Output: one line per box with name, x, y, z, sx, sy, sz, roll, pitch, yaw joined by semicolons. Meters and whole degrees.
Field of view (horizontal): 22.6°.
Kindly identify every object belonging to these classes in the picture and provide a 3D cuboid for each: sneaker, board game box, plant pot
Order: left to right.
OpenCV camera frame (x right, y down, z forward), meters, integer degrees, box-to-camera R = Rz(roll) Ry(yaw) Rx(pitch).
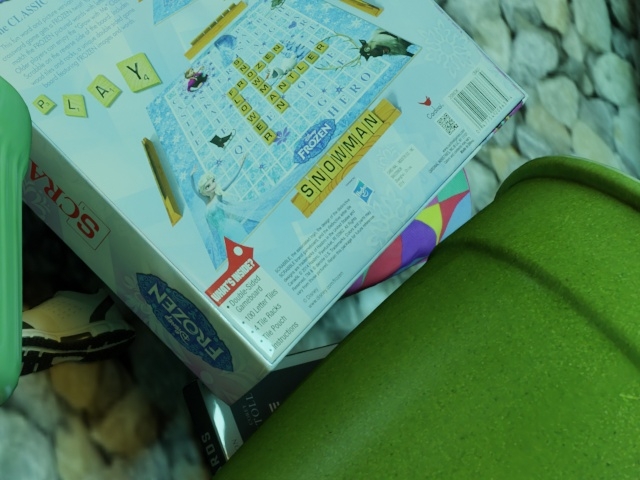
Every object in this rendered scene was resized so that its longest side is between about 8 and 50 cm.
sneaker;-0.171;0.055;0.999;0.109;0.040;0.044;-4;52;-38
board game box;-0.066;-0.111;1.006;0.318;0.066;0.319;46;50;0
plant pot;0.077;0.199;0.869;0.353;0.366;0.366;-33;86;-16

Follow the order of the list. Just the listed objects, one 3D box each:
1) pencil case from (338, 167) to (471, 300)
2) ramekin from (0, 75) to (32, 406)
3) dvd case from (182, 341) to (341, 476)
pencil case;0.000;0.000;1.094;0.236;0.104;0.104;-27;82;-39
ramekin;-0.286;0.019;0.775;0.303;0.303;0.148;1;73;-33
dvd case;0.039;0.153;1.086;0.239;0.029;0.179;-11;72;-37
